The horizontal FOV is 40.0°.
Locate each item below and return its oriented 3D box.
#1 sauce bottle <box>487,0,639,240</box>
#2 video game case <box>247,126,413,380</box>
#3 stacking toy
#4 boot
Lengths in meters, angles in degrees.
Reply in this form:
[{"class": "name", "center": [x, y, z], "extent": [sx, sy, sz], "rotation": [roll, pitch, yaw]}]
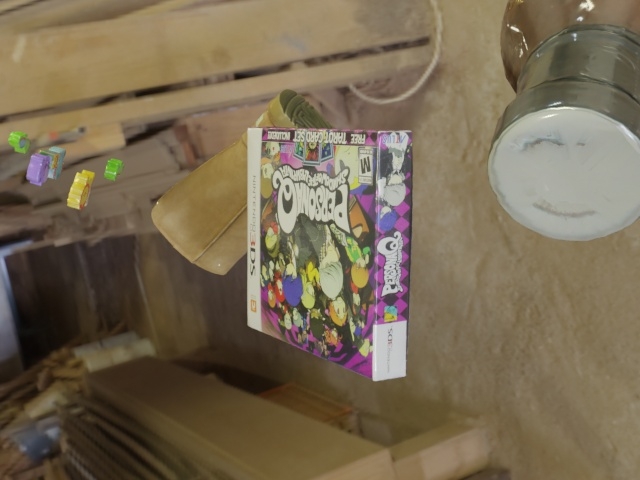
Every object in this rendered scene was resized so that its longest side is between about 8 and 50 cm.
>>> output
[{"class": "sauce bottle", "center": [0.160, -0.131, 0.486], "extent": [0.111, 0.344, 0.111], "rotation": [14, 135, 15]}, {"class": "video game case", "center": [0.000, 0.000, 0.818], "extent": [0.232, 0.041, 0.210], "rotation": [14, 106, 57]}, {"class": "stacking toy", "center": [-0.385, -0.102, 1.241], "extent": [0.221, 0.167, 0.052], "rotation": [-84, 11, -78]}, {"class": "boot", "center": [-0.055, -0.035, 1.120], "extent": [0.236, 0.089, 0.269], "rotation": [47, 125, -5]}]
